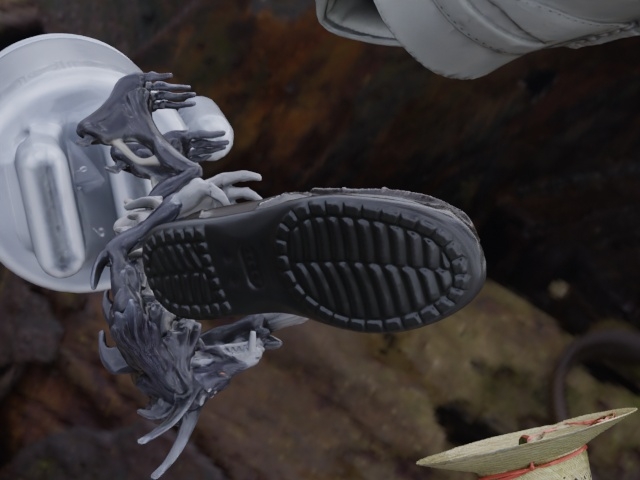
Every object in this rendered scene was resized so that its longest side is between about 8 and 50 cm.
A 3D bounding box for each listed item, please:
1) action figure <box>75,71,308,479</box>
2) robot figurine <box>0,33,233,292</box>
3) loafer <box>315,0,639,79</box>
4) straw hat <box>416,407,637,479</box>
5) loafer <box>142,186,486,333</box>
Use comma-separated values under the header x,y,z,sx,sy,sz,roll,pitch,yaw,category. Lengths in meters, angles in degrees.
x,y,z,sx,sy,sz,roll,pitch,yaw,category
-0.084,0.015,0.985,0.141,0.164,0.275,-15,55,4,action figure
-0.226,-0.077,1.347,0.300,0.199,0.353,-10,19,-15,robot figurine
0.076,-0.107,0.544,0.112,0.111,0.319,37,-2,-16,loafer
0.137,0.152,0.933,0.144,0.144,0.061,-10,83,-43,straw hat
0.000,0.000,0.844,0.220,0.080,0.078,2,23,33,loafer
